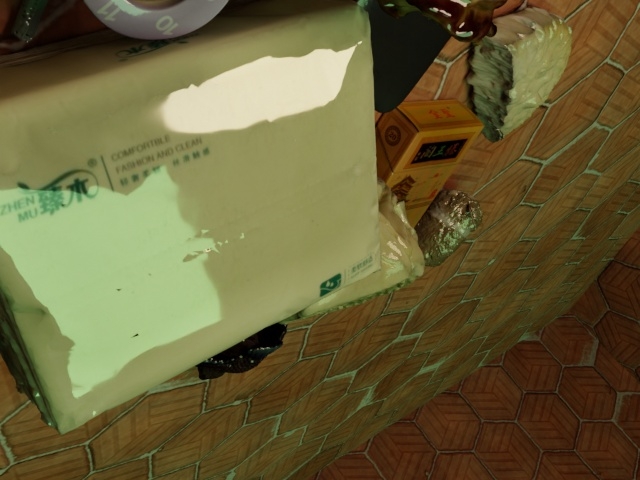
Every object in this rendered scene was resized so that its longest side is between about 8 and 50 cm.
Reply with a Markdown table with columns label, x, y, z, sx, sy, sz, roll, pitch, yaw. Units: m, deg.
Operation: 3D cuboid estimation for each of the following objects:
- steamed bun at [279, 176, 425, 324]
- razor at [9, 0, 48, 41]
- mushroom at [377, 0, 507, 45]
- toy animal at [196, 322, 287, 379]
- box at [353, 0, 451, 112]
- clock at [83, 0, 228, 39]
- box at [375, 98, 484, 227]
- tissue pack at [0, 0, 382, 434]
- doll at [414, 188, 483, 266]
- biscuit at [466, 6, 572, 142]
| label | x | y | z | sx | sy | sz | roll | pitch | yaw |
| --- | --- | --- | --- | --- | --- | --- | --- | --- | --- |
| steamed bun | 0.002 | -0.001 | 1.027 | 0.289 | 0.203 | 0.276 | -11 | 171 | -47 |
| razor | -0.199 | -0.246 | 0.573 | 0.084 | 0.036 | 0.211 | 17 | 130 | -33 |
| mushroom | 0.129 | -0.363 | 0.479 | 0.334 | 0.356 | 0.331 | -16 | 155 | 40 |
| toy animal | -0.152 | 0.202 | 1.279 | 0.218 | 0.116 | 0.179 | -19 | 148 | -48 |
| box | 0.097 | -0.266 | 0.903 | 0.201 | 0.042 | 0.212 | -52 | 151 | 11 |
| clock | -0.130 | -0.249 | 0.518 | 0.172 | 0.064 | 0.198 | -34 | 139 | 18 |
| box | 0.126 | -0.100 | 1.198 | 0.174 | 0.076 | 0.274 | -14 | 146 | -44 |
| tissue pack | -0.142 | -0.047 | 0.684 | 0.380 | 0.207 | 0.297 | -27 | 125 | -26 |
| doll | 0.225 | -0.012 | 1.450 | 0.221 | 0.105 | 0.115 | -44 | -163 | 27 |
| biscuit | 0.326 | -0.273 | 1.167 | 0.179 | 0.084 | 0.281 | -38 | 154 | -2 |
